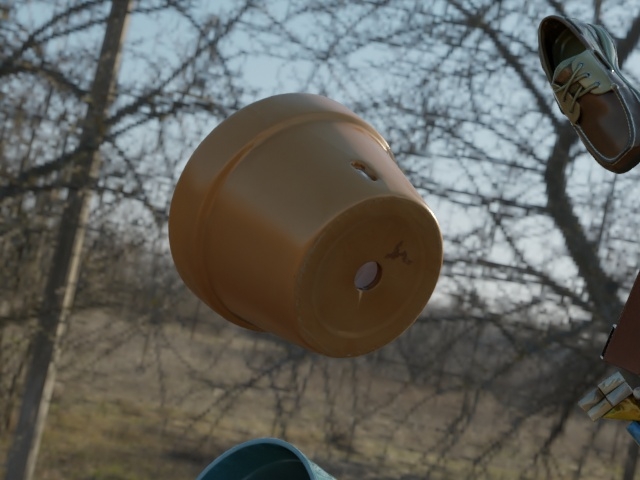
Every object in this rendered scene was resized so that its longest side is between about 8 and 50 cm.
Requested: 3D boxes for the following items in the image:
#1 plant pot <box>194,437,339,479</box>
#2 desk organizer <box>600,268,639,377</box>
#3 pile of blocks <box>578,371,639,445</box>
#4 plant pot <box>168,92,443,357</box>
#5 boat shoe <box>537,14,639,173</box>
[{"bbox_3d":[-0.014,0.401,1.313,0.255,0.271,0.272,35,-17,-34],"label":"plant pot"},{"bbox_3d":[0.391,0.096,1.399,0.050,0.130,0.047,22,5,9],"label":"desk organizer"},{"bbox_3d":[0.603,0.286,1.852,0.362,0.148,0.112,-2,-12,14],"label":"pile of blocks"},{"bbox_3d":[0.000,0.000,1.294,0.291,0.290,0.203,16,14,-38],"label":"plant pot"},{"bbox_3d":[0.410,-0.235,1.779,0.120,0.324,0.122,22,-54,-30],"label":"boat shoe"}]
